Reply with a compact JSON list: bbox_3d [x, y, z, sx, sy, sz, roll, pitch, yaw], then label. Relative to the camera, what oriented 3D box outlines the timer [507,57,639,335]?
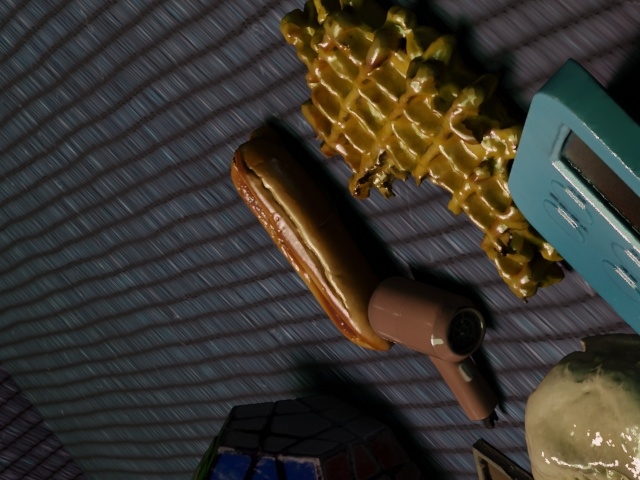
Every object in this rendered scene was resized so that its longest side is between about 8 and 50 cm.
[{"bbox_3d":[0.223,-0.001,1.318,0.232,0.091,0.250,48,-179,12],"label":"timer"}]

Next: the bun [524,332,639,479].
[{"bbox_3d":[0.268,0.154,1.550,0.229,0.145,0.229,18,166,5],"label":"bun"}]

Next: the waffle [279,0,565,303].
[{"bbox_3d":[0.075,-0.088,1.637,0.293,0.069,0.260,29,151,43],"label":"waffle"}]

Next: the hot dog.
[{"bbox_3d":[0.000,0.000,1.943,0.249,0.068,0.100,54,170,-1],"label":"hot dog"}]

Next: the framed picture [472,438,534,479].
[{"bbox_3d":[0.249,0.343,2.064,0.209,0.019,0.281,35,154,36],"label":"framed picture"}]

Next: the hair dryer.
[{"bbox_3d":[0.129,0.115,1.889,0.117,0.064,0.181,18,149,53],"label":"hair dryer"}]

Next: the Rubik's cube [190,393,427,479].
[{"bbox_3d":[-0.020,0.328,2.248,0.319,0.319,0.264,44,-174,20],"label":"Rubik's cube"}]
